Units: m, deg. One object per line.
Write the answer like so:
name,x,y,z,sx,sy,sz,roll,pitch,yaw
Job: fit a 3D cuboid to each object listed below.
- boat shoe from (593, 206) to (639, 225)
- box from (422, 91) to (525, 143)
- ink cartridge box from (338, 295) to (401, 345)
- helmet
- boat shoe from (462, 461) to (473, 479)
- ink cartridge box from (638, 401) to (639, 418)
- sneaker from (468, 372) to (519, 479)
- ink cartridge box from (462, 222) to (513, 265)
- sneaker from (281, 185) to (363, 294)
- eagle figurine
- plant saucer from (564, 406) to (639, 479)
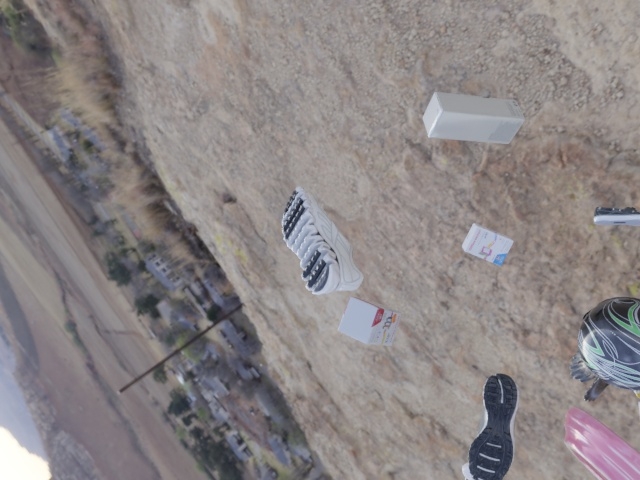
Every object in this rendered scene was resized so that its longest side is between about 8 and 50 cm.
boat shoe,0.723,-0.060,1.279,0.142,0.040,0.049,1,163,25
box,0.460,-0.368,1.639,0.113,0.275,0.094,112,156,-51
ink cartridge box,0.174,0.279,1.868,0.127,0.176,0.128,19,91,36
helmet,0.582,0.201,1.032,0.169,0.161,0.169,16,128,21
boat shoe,0.490,0.723,1.658,0.096,0.098,0.277,-18,136,15
ink cartridge box,0.395,0.250,0.630,0.029,0.063,0.115,-9,117,24
sneaker,0.437,0.470,1.339,0.100,0.271,0.108,11,166,27
ink cartridge box,0.506,0.012,1.648,0.122,0.052,0.088,22,105,-1
sneaker,0.000,0.000,1.171,0.110,0.118,0.292,-55,42,34
eagle figurine,0.955,0.389,1.707,0.298,0.225,0.226,-8,144,16
plant saucer,0.687,0.531,1.237,0.332,0.084,0.332,46,179,1
